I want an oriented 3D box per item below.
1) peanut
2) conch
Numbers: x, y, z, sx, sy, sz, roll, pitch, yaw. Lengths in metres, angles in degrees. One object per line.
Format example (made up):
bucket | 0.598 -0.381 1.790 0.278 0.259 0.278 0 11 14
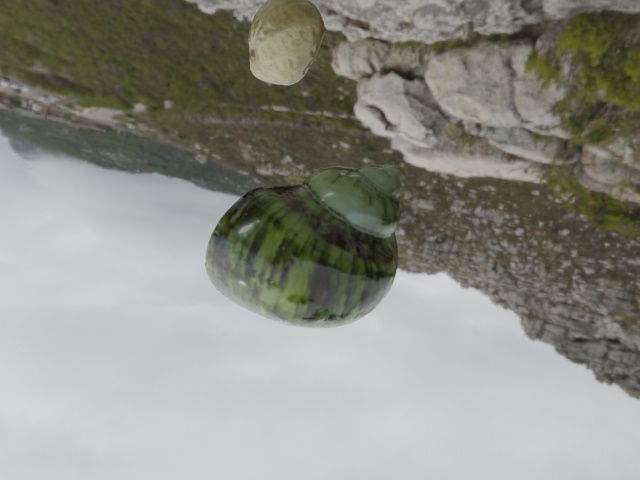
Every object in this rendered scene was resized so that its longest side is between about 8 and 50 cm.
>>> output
peanut | -0.063 -0.342 0.988 0.109 0.159 0.141 16 -142 -33
conch | 0.002 0.000 0.568 0.187 0.182 0.124 28 170 -38
